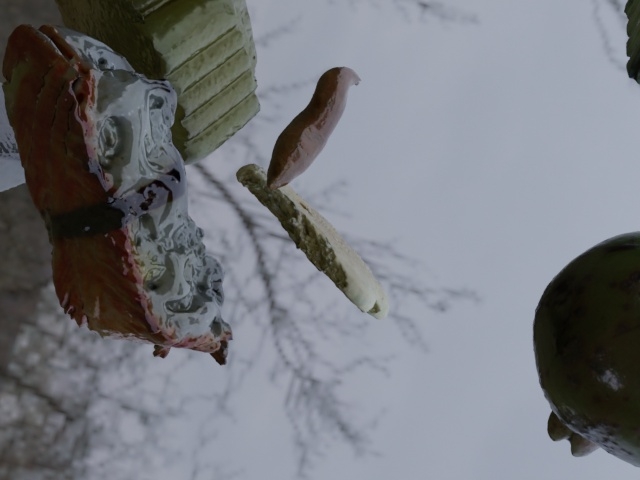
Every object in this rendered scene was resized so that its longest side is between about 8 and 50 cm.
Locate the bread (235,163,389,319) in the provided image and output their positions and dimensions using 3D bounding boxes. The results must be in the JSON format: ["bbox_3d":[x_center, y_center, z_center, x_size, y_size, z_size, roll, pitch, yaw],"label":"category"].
[{"bbox_3d":[0.000,0.000,2.015,0.039,0.251,0.182,-45,157,7],"label":"bread"}]

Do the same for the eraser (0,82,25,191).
[{"bbox_3d":[-0.450,-0.122,1.759,0.077,0.352,0.111,-42,-121,34],"label":"eraser"}]

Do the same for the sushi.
[{"bbox_3d":[-0.173,-0.035,1.412,0.124,0.130,0.332,-2,-73,42],"label":"sushi"}]

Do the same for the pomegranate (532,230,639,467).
[{"bbox_3d":[0.255,0.099,1.321,0.248,0.202,0.202,115,-13,-49],"label":"pomegranate"}]

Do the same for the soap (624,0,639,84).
[{"bbox_3d":[0.380,-0.272,1.569,0.150,0.094,0.261,-77,-175,-50],"label":"soap"}]

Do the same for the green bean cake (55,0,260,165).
[{"bbox_3d":[-0.171,-0.225,1.713,0.124,0.236,0.233,-35,152,-18],"label":"green bean cake"}]

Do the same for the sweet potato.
[{"bbox_3d":[-0.013,-0.132,1.924,0.058,0.055,0.202,2,-128,45],"label":"sweet potato"}]
